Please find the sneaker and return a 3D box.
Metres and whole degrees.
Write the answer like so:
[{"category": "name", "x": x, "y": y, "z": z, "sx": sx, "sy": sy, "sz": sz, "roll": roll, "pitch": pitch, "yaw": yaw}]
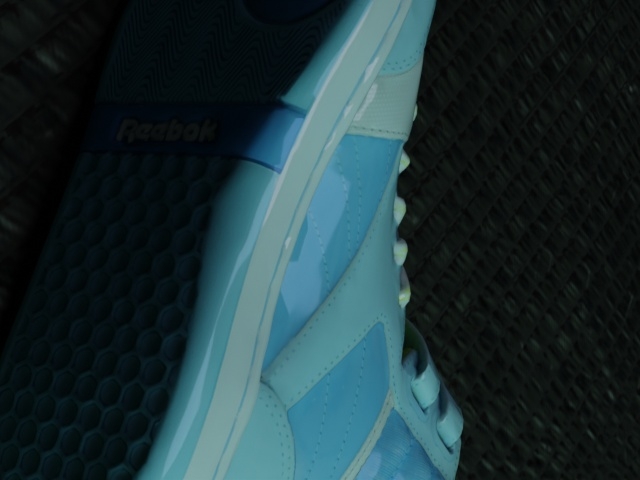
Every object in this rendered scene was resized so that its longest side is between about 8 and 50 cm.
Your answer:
[{"category": "sneaker", "x": 0.000, "y": 0.000, "z": 0.617, "sx": 0.208, "sy": 0.127, "sz": 0.319, "roll": 37, "pitch": 72, "yaw": -48}]
